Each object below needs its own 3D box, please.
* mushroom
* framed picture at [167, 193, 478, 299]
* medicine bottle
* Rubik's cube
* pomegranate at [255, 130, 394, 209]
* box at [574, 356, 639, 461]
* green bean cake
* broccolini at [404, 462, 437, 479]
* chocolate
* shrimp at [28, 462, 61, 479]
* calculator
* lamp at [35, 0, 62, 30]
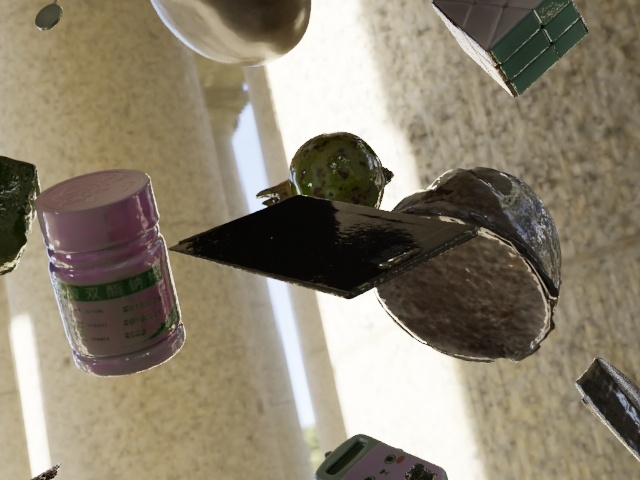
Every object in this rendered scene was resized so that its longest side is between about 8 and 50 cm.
[{"bbox_3d":[-0.164,-0.517,2.087,0.294,0.362,0.362,-53,5,-27],"label":"mushroom"},{"bbox_3d":[0.000,0.000,1.431,0.339,0.014,0.255,12,26,42],"label":"framed picture"},{"bbox_3d":[-0.372,0.058,1.923,0.212,0.325,0.212,-7,23,3],"label":"medicine bottle"},{"bbox_3d":[0.420,-0.500,2.390,0.231,0.221,0.225,-42,-35,6],"label":"Rubik's cube"},{"bbox_3d":[0.009,-0.095,2.020,0.246,0.198,0.198,-35,-23,25],"label":"pomegranate"},{"bbox_3d":[0.639,0.393,1.949,0.091,0.350,0.359,-47,-54,10],"label":"box"},{"bbox_3d":[-0.643,-0.056,1.972,0.248,0.222,0.125,12,-30,-3],"label":"green bean cake"},{"bbox_3d":[0.151,0.441,1.651,0.044,0.218,0.042,7,17,22],"label":"broccolini"},{"bbox_3d":[0.242,0.013,1.627,0.303,0.303,0.213,-29,20,47],"label":"chocolate"},{"bbox_3d":[-0.532,0.455,1.944,0.124,0.034,0.178,-33,-1,31],"label":"shrimp"},{"bbox_3d":[0.099,0.404,1.820,0.246,0.045,0.141,17,41,41],"label":"calculator"},{"bbox_3d":[-0.422,-0.433,1.745,0.050,0.198,0.056,7,-21,29],"label":"lamp"}]
